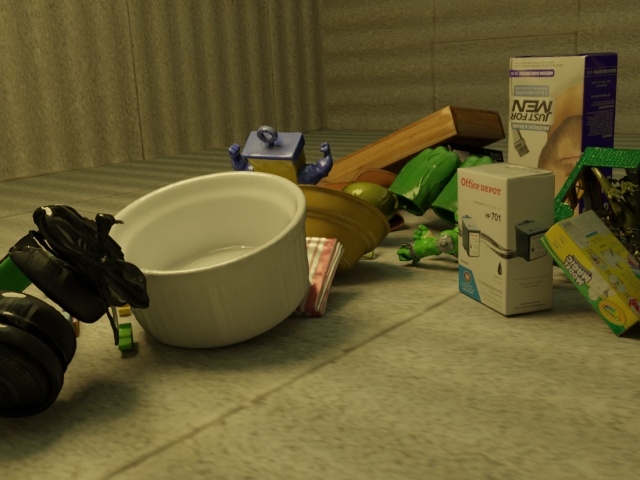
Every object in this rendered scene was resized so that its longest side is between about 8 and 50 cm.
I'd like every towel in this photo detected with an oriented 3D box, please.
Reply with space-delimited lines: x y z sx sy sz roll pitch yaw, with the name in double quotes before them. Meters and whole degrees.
"towel" -0.072 0.053 1.128 0.197 0.029 0.144 1 45 19

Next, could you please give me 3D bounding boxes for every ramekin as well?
"ramekin" -0.145 0.024 1.023 0.277 0.135 0.277 -8 30 5

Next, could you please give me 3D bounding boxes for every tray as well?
"tray" 0.215 -0.212 1.810 0.202 0.076 0.411 -4 -13 -45

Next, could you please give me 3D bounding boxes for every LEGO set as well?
"LEGO set" 0.505 -0.003 1.151 0.331 0.192 0.255 2 44 34

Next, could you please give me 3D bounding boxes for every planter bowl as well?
"planter bowl" 0.000 0.000 1.231 0.217 0.090 0.217 12 -22 5

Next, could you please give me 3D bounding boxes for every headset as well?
"headset" -0.312 0.053 0.793 0.394 0.185 0.243 -7 44 43

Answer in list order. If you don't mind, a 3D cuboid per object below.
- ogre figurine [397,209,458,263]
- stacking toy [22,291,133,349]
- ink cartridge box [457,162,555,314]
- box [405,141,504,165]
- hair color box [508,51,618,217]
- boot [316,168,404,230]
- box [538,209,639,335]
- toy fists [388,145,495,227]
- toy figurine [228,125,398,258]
"ogre figurine" 0.243 -0.002 1.279 0.197 0.097 0.118 8 -9 -20
"stacking toy" -0.345 0.108 1.026 0.166 0.052 0.221 -7 14 -14
"ink cartridge box" 0.261 -0.007 1.063 0.082 0.191 0.139 -8 13 -17
"box" 0.314 -0.158 1.730 0.180 0.078 0.147 3 -17 -36
"hair color box" 0.474 -0.196 1.485 0.110 0.339 0.185 -13 17 -32
"boot" 0.120 -0.087 1.638 0.283 0.109 0.220 1 17 -34
"box" 0.375 0.047 0.967 0.105 0.043 0.179 -15 61 -43
"toy fists" 0.259 -0.105 1.477 0.142 0.096 0.279 -52 33 -9
"toy figurine" -0.058 -0.111 1.382 0.362 0.217 0.191 6 48 24
